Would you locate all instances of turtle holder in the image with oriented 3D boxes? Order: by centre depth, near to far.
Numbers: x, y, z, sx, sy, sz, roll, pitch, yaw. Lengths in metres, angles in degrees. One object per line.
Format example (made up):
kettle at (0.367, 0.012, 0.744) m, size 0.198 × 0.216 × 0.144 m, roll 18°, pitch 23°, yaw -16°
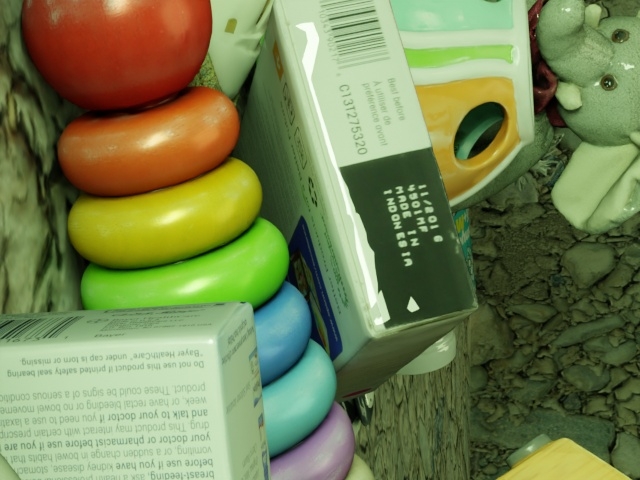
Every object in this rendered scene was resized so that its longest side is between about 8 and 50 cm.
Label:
turtle holder at (0.054, -0.143, 1.158) m, size 0.320 × 0.228 × 0.243 m, roll -63°, pitch 147°, yaw -71°

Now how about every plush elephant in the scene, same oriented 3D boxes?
plush elephant at (0.201, -0.150, 1.333) m, size 0.330 × 0.255 × 0.271 m, roll 28°, pitch 61°, yaw -41°

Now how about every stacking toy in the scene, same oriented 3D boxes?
stacking toy at (-0.073, 0.011, 0.719) m, size 0.141 × 0.141 × 0.330 m, roll -68°, pitch 146°, yaw -68°

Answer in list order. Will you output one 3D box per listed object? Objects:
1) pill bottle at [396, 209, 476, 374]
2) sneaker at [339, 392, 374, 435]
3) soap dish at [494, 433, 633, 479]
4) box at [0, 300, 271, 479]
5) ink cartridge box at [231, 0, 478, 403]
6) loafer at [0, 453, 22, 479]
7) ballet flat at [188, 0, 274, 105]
pill bottle at (0.085, 0.004, 1.520) m, size 0.146 × 0.146 × 0.264 m, roll -72°, pitch 157°, yaw -65°
sneaker at (-0.003, 0.087, 1.117) m, size 0.235 × 0.094 × 0.153 m, roll 95°, pitch -12°, yaw -67°
soap dish at (0.051, 0.210, 0.729) m, size 0.118 × 0.229 × 0.291 m, roll 56°, pitch -15°, yaw 12°
box at (-0.086, 0.098, 0.558) m, size 0.072 × 0.126 × 0.137 m, roll -48°, pitch 134°, yaw -79°
ink cartridge box at (0.000, 0.000, 0.863) m, size 0.371 × 0.069 × 0.175 m, roll 126°, pitch -50°, yaw -73°
loafer at (-0.126, 0.065, 0.379) m, size 0.112 × 0.112 × 0.319 m, roll -62°, pitch 147°, yaw -72°
ballet flat at (-0.072, -0.181, 0.783) m, size 0.123 × 0.123 × 0.348 m, roll -63°, pitch 148°, yaw -72°
